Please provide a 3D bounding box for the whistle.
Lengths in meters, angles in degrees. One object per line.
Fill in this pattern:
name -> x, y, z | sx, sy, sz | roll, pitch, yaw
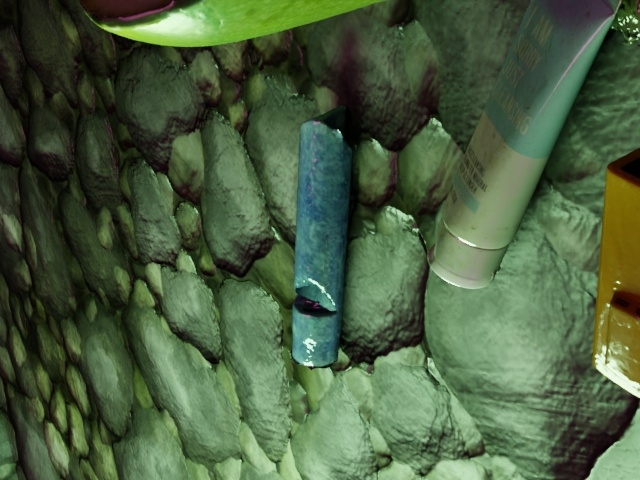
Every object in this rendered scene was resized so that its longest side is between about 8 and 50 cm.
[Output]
whistle -> 0.000, 0.000, 1.243 | 0.062, 0.062, 0.304 | 32, 128, 43

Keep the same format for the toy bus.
toy bus -> 0.268, 0.028, 0.834 | 0.098, 0.114, 0.201 | 33, 138, 43

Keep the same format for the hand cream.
hand cream -> 0.169, -0.094, 0.964 | 0.111, 0.070, 0.312 | -112, 30, -48

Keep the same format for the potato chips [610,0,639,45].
potato chips -> 0.299, -0.162, 0.802 | 0.220, 0.029, 0.202 | 38, 132, 35

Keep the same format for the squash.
squash -> -0.072, -0.290, 1.000 | 0.234, 0.309, 0.210 | 32, 128, 43
